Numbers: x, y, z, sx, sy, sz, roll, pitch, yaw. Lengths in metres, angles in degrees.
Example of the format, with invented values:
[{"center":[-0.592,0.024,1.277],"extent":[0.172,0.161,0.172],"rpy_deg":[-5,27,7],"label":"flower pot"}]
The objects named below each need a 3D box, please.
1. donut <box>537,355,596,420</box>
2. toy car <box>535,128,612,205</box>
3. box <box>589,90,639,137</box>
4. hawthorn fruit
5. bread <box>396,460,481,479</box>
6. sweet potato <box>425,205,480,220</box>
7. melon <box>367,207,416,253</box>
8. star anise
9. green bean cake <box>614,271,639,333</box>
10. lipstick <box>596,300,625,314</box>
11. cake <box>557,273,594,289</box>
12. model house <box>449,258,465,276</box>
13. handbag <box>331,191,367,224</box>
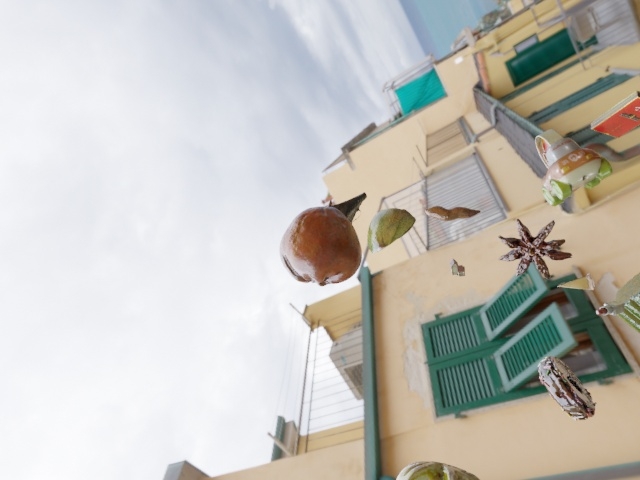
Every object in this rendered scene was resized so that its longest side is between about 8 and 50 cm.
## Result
[{"center":[0.993,0.598,1.627],"extent":[0.269,0.103,0.270],"rpy_deg":[35,-154,-20],"label":"donut"},{"center":[0.728,-0.237,1.212],"extent":[0.235,0.145,0.235],"rpy_deg":[54,-164,-24],"label":"toy car"},{"center":[0.783,-0.319,1.026],"extent":[0.090,0.133,0.023],"rpy_deg":[12,-113,-12],"label":"box"},{"center":[0.000,0.000,1.328],"extent":[0.277,0.277,0.298],"rpy_deg":[27,-111,-54],"label":"hawthorn fruit"},{"center":[0.416,0.833,1.334],"extent":[0.333,0.333,0.160],"rpy_deg":[36,-123,-47],"label":"bread"},{"center":[0.542,-0.110,1.647],"extent":[0.051,0.218,0.065],"rpy_deg":[52,-138,-73],"label":"sweet potato"},{"center":[0.178,-0.029,1.127],"extent":[0.079,0.160,0.128],"rpy_deg":[49,-140,-11],"label":"melon"},{"center":[0.847,0.035,1.591],"extent":[0.288,0.288,0.088],"rpy_deg":[59,-144,-12],"label":"star anise"},{"center":[1.287,0.214,1.547],"extent":[0.156,0.247,0.250],"rpy_deg":[43,-142,20],"label":"green bean cake"},{"center":[0.808,0.194,1.125],"extent":[0.129,0.030,0.030],"rpy_deg":[-2,-82,-32],"label":"lipstick"},{"center":[1.022,0.180,1.605],"extent":[0.052,0.121,0.065],"rpy_deg":[15,-123,-68],"label":"cake"},{"center":[0.589,0.117,1.728],"extent":[0.083,0.057,0.058],"rpy_deg":[-49,-49,-68],"label":"model house"},{"center":[0.082,-0.067,1.564],"extent":[0.175,0.270,0.089],"rpy_deg":[-28,-114,-41],"label":"handbag"}]
